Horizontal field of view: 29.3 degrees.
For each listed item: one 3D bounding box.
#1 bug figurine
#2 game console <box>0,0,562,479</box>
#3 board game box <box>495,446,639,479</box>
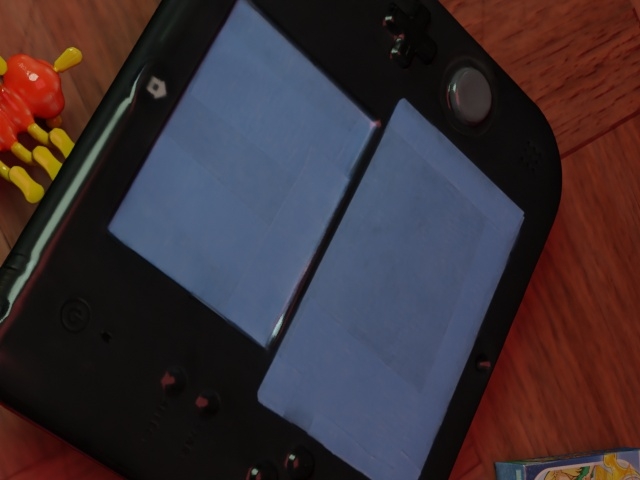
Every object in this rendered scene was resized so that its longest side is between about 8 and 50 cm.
[{"bbox_3d":[-0.268,-0.112,0.653,0.216,0.072,0.279,-43,111,-22],"label":"bug figurine"},{"bbox_3d":[0.000,0.000,0.775,0.342,0.060,0.387,42,62,-34],"label":"game console"},{"bbox_3d":[0.199,0.261,0.914,0.136,0.035,0.201,0,84,-32],"label":"board game box"}]
